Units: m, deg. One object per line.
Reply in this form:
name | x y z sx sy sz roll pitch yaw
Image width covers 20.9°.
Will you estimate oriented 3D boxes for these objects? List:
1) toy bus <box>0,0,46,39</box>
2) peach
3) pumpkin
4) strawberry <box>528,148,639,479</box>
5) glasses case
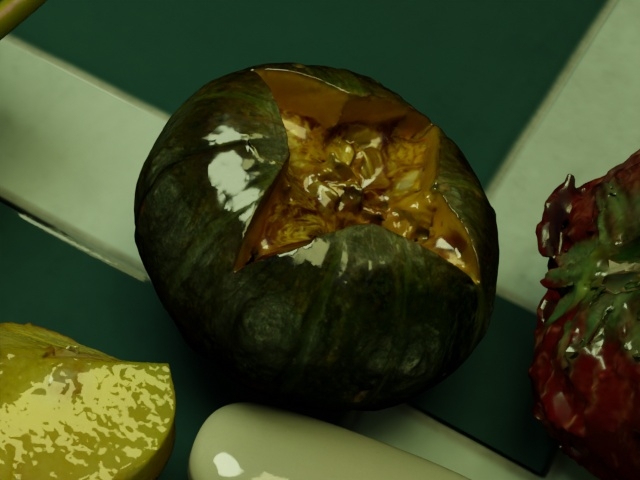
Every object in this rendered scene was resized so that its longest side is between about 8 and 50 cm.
toy bus | -0.385 -0.103 1.007 0.440 0.209 0.249 -49 118 -40
peach | -0.152 0.113 0.980 0.151 0.118 0.151 14 14 -4
pumpkin | -0.002 0.001 1.085 0.238 0.159 0.238 19 44 -20
strawberry | 0.268 0.050 1.088 0.220 0.274 0.274 39 39 -32
glasses case | 0.020 0.156 1.027 0.204 0.051 0.081 21 47 4
